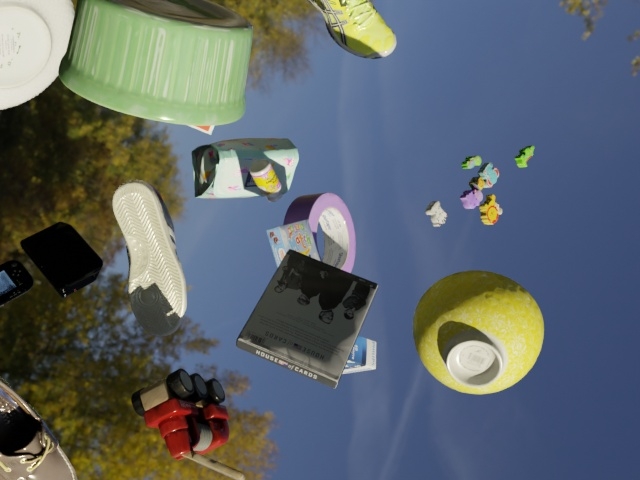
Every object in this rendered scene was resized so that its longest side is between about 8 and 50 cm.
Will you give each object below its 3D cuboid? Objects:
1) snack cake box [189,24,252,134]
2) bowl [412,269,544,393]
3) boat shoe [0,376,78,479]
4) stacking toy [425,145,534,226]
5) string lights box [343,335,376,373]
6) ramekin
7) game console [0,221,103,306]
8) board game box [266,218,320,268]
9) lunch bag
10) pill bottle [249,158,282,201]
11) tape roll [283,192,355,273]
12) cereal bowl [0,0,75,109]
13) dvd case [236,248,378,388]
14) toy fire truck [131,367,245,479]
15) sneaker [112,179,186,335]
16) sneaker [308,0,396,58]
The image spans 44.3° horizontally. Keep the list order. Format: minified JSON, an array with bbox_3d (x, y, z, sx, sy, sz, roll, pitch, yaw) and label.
[{"bbox_3d":[-0.275,-0.399,1.826,0.089,0.152,0.264,-93,-153,-58],"label":"snack cake box"},{"bbox_3d":[0.333,0.226,1.687,0.289,0.289,0.156,-54,-176,27],"label":"bowl"},{"bbox_3d":[-0.518,0.340,1.339,0.097,0.324,0.116,-10,-150,44],"label":"boat shoe"},{"bbox_3d":[0.342,-0.114,1.670,0.167,0.052,0.221,-2,-139,51],"label":"stacking toy"},{"bbox_3d":[0.010,0.267,1.961,0.133,0.260,0.076,-17,-119,39],"label":"string lights box"},{"bbox_3d":[-0.254,-0.309,1.262,0.303,0.303,0.148,-113,-144,-60],"label":"ramekin"},{"bbox_3d":[-0.733,0.094,1.940,0.213,0.361,0.044,40,-32,31],"label":"game console"},{"bbox_3d":[-0.045,0.064,1.798,0.039,0.160,0.211,-17,-89,25],"label":"board game box"},{"bbox_3d":[-0.197,-0.190,2.039,0.262,0.223,0.160,168,-82,-65],"label":"lunch bag"},{"bbox_3d":[-0.103,-0.114,1.525,0.043,0.083,0.043,-15,-137,14],"label":"pill bottle"},{"bbox_3d":[0.000,0.000,2.299,0.090,0.275,0.275,-4,-120,32],"label":"tape roll"},{"bbox_3d":[-0.603,-0.384,1.458,0.141,0.339,0.339,42,-70,32],"label":"cereal bowl"},{"bbox_3d":[-0.017,0.127,1.351,0.238,0.179,0.029,-62,172,-46],"label":"dvd case"},{"bbox_3d":[-0.241,0.397,1.598,0.158,0.217,0.246,-28,-115,10],"label":"toy fire truck"},{"bbox_3d":[-0.367,0.033,1.756,0.148,0.131,0.350,-98,180,-81],"label":"sneaker"},{"bbox_3d":[0.061,-0.663,2.202,0.145,0.385,0.147,-46,-179,-8],"label":"sneaker"}]
